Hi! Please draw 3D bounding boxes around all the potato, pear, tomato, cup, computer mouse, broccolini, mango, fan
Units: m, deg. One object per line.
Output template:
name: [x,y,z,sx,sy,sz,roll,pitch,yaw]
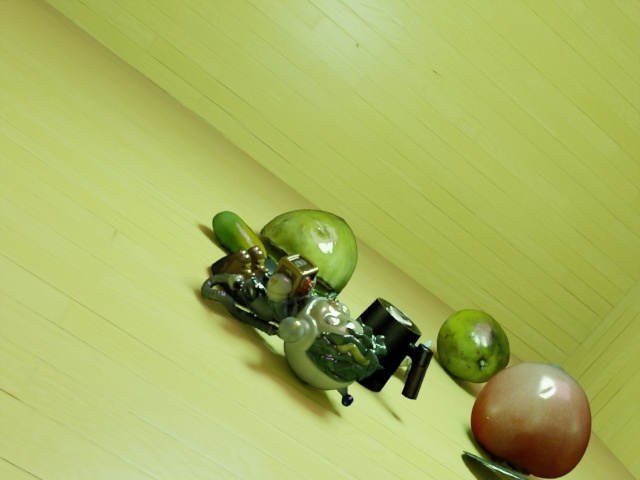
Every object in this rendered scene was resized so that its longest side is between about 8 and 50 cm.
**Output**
potato: [0.000,0.000,2.221,0.330,0.213,0.280,38,-2,-4]
pear: [0.537,0.372,2.546,0.269,0.269,0.321,38,9,-7]
tomato: [0.583,0.480,1.977,0.321,0.321,0.321,38,9,-7]
cup: [0.167,0.273,1.762,0.239,0.177,0.166,41,8,10]
computer mouse: [-0.125,0.102,1.688,0.269,0.100,0.170,32,13,-39]
broccolini: [-0.040,0.123,2.108,0.271,0.062,0.123,37,-2,4]
mango: [-0.214,0.001,1.912,0.191,0.085,0.122,51,1,11]
fan: [0.445,0.568,1.802,0.223,0.012,0.294,25,-9,-5]

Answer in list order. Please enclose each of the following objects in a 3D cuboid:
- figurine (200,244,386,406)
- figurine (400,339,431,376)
figurine: [-0.031,0.155,1.479,0.382,0.186,0.261,44,36,17]
figurine: [0.222,0.303,2.041,0.184,0.128,0.208,28,6,-41]
